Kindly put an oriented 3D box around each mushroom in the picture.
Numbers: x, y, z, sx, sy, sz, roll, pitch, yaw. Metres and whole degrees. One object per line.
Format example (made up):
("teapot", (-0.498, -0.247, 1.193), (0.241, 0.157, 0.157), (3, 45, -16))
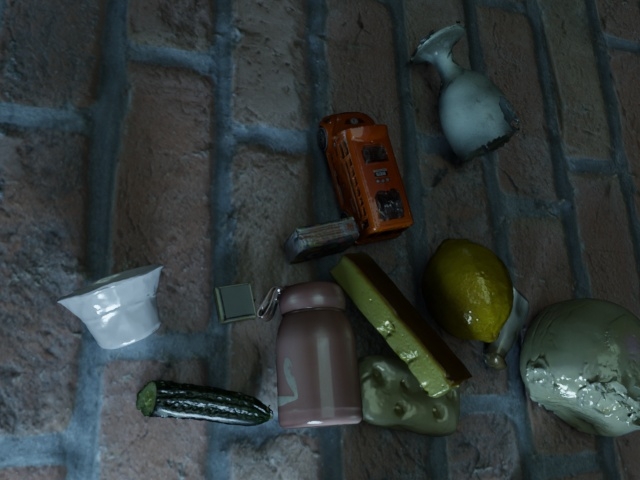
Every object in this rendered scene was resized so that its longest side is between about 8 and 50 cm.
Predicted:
("mushroom", (0.447, 0.203, 1.479), (0.116, 0.093, 0.225), (27, 81, -58))

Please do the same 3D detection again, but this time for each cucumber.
("cucumber", (-0.225, 0.325, 1.196), (0.265, 0.077, 0.077), (12, 70, -19))

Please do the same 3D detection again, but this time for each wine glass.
("wine glass", (0.377, -0.376, 1.580), (0.190, 0.190, 0.357), (-24, 80, -25))

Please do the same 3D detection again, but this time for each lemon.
("lemon", (0.340, 0.115, 1.401), (0.204, 0.204, 0.260), (-12, 72, -23))

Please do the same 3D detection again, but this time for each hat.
("hat", (-0.380, 0.130, 1.156), (0.203, 0.203, 0.126), (-22, 97, -25))

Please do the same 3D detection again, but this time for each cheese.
("cheese", (0.189, 0.339, 1.333), (0.262, 0.093, 0.159), (14, 66, -17))

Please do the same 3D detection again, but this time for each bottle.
("bottle", (-0.025, 0.234, 1.250), (0.206, 0.173, 0.297), (-7, 73, 10))

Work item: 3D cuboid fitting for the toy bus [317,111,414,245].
("toy bus", (0.106, -0.165, 1.428), (0.142, 0.153, 0.329), (-10, 77, -21))

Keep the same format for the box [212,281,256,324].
("box", (-0.181, 0.135, 1.290), (0.083, 0.035, 0.080), (-8, 77, -22))

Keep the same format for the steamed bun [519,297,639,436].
("steamed bun", (0.673, 0.289, 1.454), (0.333, 0.233, 0.312), (28, 67, -12))

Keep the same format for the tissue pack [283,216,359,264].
("tissue pack", (0.000, 0.000, 1.359), (0.148, 0.108, 0.060), (-13, 75, -23))

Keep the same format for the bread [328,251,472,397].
("bread", (0.171, 0.179, 1.305), (0.361, 0.077, 0.138), (50, 18, 18))
